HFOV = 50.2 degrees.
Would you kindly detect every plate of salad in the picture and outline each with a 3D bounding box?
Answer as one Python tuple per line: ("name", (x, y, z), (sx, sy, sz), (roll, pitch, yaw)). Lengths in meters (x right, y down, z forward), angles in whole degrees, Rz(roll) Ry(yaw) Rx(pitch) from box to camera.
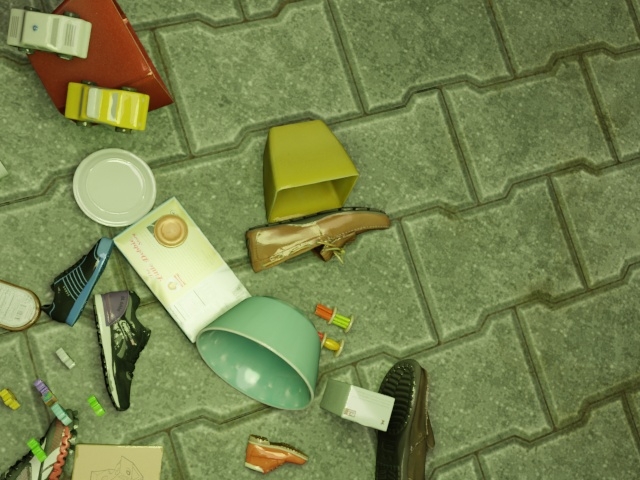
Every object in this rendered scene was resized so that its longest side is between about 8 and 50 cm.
("plate of salad", (-0.510, -0.130, 1.694), (0.200, 0.048, 0.200), (5, 78, -24))

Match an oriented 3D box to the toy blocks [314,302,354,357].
("toy blocks", (-0.002, 0.219, 1.765), (0.148, 0.054, 0.123), (24, 77, -9))

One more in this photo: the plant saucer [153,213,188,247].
("plant saucer", (-0.365, -0.024, 1.669), (0.083, 0.013, 0.083), (3, 79, -13))

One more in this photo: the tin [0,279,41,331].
("tin", (-0.751, 0.145, 1.597), (0.190, 0.040, 0.106), (21, 73, -10))

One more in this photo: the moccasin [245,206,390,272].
("moccasin", (0.001, 0.000, 1.758), (0.380, 0.139, 0.147), (-14, 91, -18))

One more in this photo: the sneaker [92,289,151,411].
("sneaker", (-0.458, 0.257, 1.621), (0.124, 0.107, 0.283), (-8, 84, -21))

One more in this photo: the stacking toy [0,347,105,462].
("stacking toy", (-0.603, 0.367, 1.541), (0.167, 0.052, 0.221), (-38, 58, -17))

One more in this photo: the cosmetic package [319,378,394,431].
("cosmetic package", (0.085, 0.397, 1.667), (0.117, 0.231, 0.085), (20, 77, -11))

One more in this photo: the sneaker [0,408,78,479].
("sneaker", (-0.636, 0.508, 1.535), (0.135, 0.097, 0.276), (20, 78, -13))

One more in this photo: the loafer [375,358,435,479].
("loafer", (0.223, 0.487, 1.758), (0.130, 0.134, 0.366), (9, 89, -36))

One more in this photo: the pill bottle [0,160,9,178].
("pill bottle", (-0.843, -0.135, 1.571), (0.221, 0.124, 0.124), (-33, 90, -17))

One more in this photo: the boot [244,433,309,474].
("boot", (-0.110, 0.541, 1.689), (0.158, 0.059, 0.084), (15, 81, -3))

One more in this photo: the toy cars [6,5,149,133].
("toy cars", (-0.538, -0.373, 1.476), (0.176, 0.087, 0.393), (-39, 88, 9))

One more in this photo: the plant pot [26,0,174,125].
("plant pot", (-0.538, -0.419, 1.635), (0.236, 0.267, 0.267), (-29, 89, -3))

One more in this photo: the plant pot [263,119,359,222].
("plant pot", (-0.046, -0.186, 1.748), (0.212, 0.212, 0.187), (-12, 72, -15))

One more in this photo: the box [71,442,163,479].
("box", (-0.481, 0.564, 1.607), (0.201, 0.021, 0.164), (6, 80, -13))

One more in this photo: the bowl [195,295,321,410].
("bowl", (-0.123, 0.248, 1.628), (0.311, 0.311, 0.163), (35, 56, -7))

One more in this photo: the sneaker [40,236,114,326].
("sneaker", (-0.574, 0.086, 1.611), (0.090, 0.081, 0.232), (27, 88, -9))

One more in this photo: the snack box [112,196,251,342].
("snack box", (-0.343, 0.073, 1.697), (0.187, 0.060, 0.322), (-38, 91, -18))
